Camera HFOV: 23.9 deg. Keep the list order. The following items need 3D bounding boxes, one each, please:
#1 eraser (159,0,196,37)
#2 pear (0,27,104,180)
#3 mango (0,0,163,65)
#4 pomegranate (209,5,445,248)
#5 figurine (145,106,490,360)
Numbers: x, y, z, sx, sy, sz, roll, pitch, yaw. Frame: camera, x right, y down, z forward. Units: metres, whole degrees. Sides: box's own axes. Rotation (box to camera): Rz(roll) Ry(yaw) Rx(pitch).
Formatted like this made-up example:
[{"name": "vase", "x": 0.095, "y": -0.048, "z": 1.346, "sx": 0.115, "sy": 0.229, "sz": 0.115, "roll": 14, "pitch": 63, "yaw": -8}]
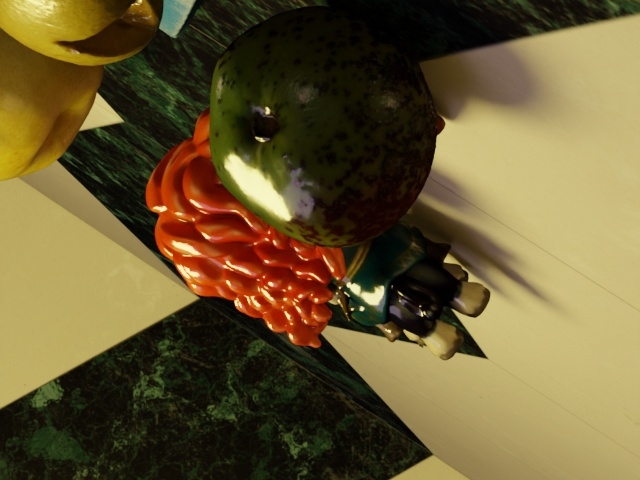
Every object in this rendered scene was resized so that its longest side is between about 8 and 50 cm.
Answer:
[{"name": "eraser", "x": -0.165, "y": -0.279, "z": 1.433, "sx": 0.144, "sy": 0.042, "sz": 0.312, "roll": 35, "pitch": 169, "yaw": -6}, {"name": "pear", "x": -0.416, "y": -0.215, "z": 1.788, "sx": 0.314, "sy": 0.314, "sz": 0.314, "roll": 33, "pitch": 169, "yaw": 8}, {"name": "mango", "x": -0.222, "y": -0.233, "z": 1.322, "sx": 0.167, "sy": 0.130, "sz": 0.262, "roll": 24, "pitch": 173, "yaw": 5}, {"name": "pomegranate", "x": 0.024, "y": -0.098, "z": 1.332, "sx": 0.214, "sy": 0.214, "sz": 0.248, "roll": 26, "pitch": -162, "yaw": 39}, {"name": "figurine", "x": 0.005, "y": 0.000, "z": 1.741, "sx": 0.412, "sy": 0.241, "sz": 0.306, "roll": 21, "pitch": -155, "yaw": -43}]
